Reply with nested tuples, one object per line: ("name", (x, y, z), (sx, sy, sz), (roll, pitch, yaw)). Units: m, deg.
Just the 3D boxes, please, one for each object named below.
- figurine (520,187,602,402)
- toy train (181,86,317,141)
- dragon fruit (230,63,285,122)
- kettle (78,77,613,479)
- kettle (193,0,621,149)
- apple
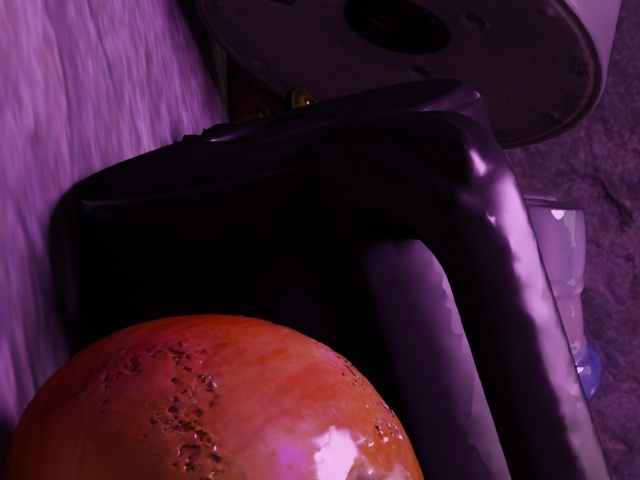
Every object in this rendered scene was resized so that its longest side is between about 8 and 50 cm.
("figurine", (0.126, 0.163, 1.212), (0.224, 0.205, 0.381), (-116, -147, -62))
("toy train", (0.000, 0.000, 1.114), (0.225, 0.090, 0.137), (22, 48, -64))
("dragon fruit", (0.019, -0.071, 1.358), (0.163, 0.189, 0.261), (-54, -156, 41))
("kettle", (0.017, 0.103, 0.811), (0.262, 0.203, 0.308), (-73, 149, -79))
("kettle", (0.046, -0.297, 1.220), (0.250, 0.361, 0.376), (130, -19, -64))
("apple", (-0.031, 0.092, 0.635), (0.146, 0.146, 0.146), (-11, 90, -83))
